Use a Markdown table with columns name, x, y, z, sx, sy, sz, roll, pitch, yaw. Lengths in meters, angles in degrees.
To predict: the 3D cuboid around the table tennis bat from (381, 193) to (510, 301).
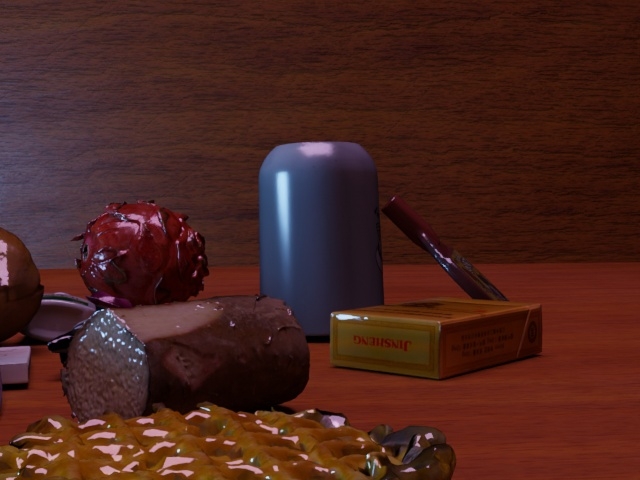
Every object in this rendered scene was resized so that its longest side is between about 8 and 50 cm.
| name | x | y | z | sx | sy | sz | roll | pitch | yaw |
| --- | --- | --- | --- | --- | --- | --- | --- | --- | --- |
| table tennis bat | 0.221 | 0.045 | 1.639 | 0.310 | 0.038 | 0.200 | 44 | 10 | 1 |

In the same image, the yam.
| name | x | y | z | sx | sy | sz | roll | pitch | yaw |
| --- | --- | --- | --- | --- | --- | --- | --- | --- | --- |
| yam | -0.118 | 0.119 | 0.984 | 0.238 | 0.129 | 0.128 | -1 | -33 | -46 |

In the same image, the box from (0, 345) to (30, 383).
| name | x | y | z | sx | sy | sz | roll | pitch | yaw |
| --- | --- | --- | --- | --- | --- | --- | --- | --- | --- |
| box | -0.415 | 0.155 | 1.250 | 0.109 | 0.029 | 0.198 | -1 | 1 | -15 |

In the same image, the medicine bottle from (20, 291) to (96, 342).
| name | x | y | z | sx | sy | sz | roll | pitch | yaw |
| --- | --- | --- | --- | --- | --- | --- | --- | --- | --- |
| medicine bottle | -0.424 | 0.122 | 1.636 | 0.119 | 0.069 | 0.183 | 5 | -1 | -13 |

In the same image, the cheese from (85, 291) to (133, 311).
| name | x | y | z | sx | sy | sz | roll | pitch | yaw |
| --- | --- | --- | --- | --- | --- | --- | --- | --- | --- |
| cheese | -0.346 | 0.119 | 1.737 | 0.095 | 0.038 | 0.145 | 11 | -14 | 37 |

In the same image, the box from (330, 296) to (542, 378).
| name | x | y | z | sx | sy | sz | roll | pitch | yaw |
| --- | --- | --- | --- | --- | --- | --- | --- | --- | --- |
| box | 0.163 | 0.127 | 1.374 | 0.174 | 0.076 | 0.274 | 3 | 4 | 39 |

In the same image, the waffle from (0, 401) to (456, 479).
| name | x | y | z | sx | sy | sz | roll | pitch | yaw |
| --- | --- | --- | --- | --- | --- | --- | --- | --- | --- |
| waffle | -0.067 | 0.157 | 0.669 | 0.329 | 0.062 | 0.329 | 1 | 1 | 0 |

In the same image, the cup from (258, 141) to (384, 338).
| name | x | y | z | sx | sy | sz | roll | pitch | yaw |
| --- | --- | --- | --- | --- | --- | --- | --- | --- | --- |
| cup | 0.000 | 0.000 | 1.657 | 0.205 | 0.312 | 0.205 | -2 | 0 | 0 |

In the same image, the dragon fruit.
| name | x | y | z | sx | sy | sz | roll | pitch | yaw |
| --- | --- | --- | --- | --- | --- | --- | --- | --- | --- |
| dragon fruit | -0.337 | 0.038 | 1.939 | 0.252 | 0.241 | 0.241 | -19 | 12 | -33 |

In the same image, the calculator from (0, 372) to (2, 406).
| name | x | y | z | sx | sy | sz | roll | pitch | yaw |
| --- | --- | --- | --- | --- | --- | --- | --- | --- | --- |
| calculator | -0.390 | 0.101 | 0.999 | 0.043 | 0.194 | 0.294 | -38 | 13 | -8 |

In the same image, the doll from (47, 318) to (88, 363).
| name | x | y | z | sx | sy | sz | roll | pitch | yaw |
| --- | --- | --- | --- | --- | --- | --- | --- | --- | --- |
| doll | -0.284 | 0.134 | 1.316 | 0.091 | 0.067 | 0.219 | -12 | -6 | 4 |

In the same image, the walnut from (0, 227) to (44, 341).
| name | x | y | z | sx | sy | sz | roll | pitch | yaw |
| --- | --- | --- | --- | --- | --- | --- | --- | --- | --- |
| walnut | -0.518 | 0.066 | 1.471 | 0.203 | 0.203 | 0.298 | -2 | 1 | -35 |
